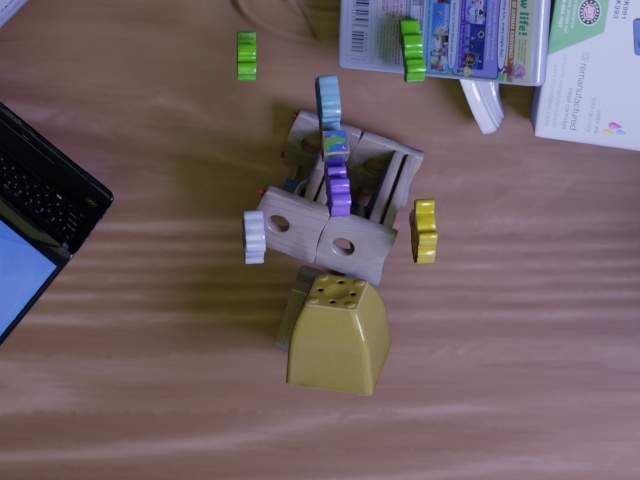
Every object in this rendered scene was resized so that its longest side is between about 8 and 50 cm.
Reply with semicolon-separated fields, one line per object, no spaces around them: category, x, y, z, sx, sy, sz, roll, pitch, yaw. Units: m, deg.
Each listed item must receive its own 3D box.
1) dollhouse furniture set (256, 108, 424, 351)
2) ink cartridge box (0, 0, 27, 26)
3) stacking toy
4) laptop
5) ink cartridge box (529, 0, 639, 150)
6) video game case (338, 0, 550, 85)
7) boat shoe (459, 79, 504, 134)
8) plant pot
dollhouse furniture set;0.000;0.000;1.794;0.129;0.129;0.183;20;133;1
ink cartridge box;-0.336;-0.334;1.655;0.270;0.197;0.198;40;58;-3
stacking toy;0.012;-0.085;1.677;0.167;0.052;0.221;-2;75;-5
laptop;-0.347;-0.029;1.791;0.234;0.264;0.136;39;64;-4
ink cartridge box;0.306;-0.159;1.729;0.212;0.093;0.154;9;102;2
video game case;0.112;-0.250;1.698;0.193;0.023;0.212;7;104;21
boat shoe;0.148;-0.191;1.755;0.063;0.066;0.184;-14;91;9
plant pot;0.016;0.077;1.715;0.081;0.081;0.083;7;126;13
